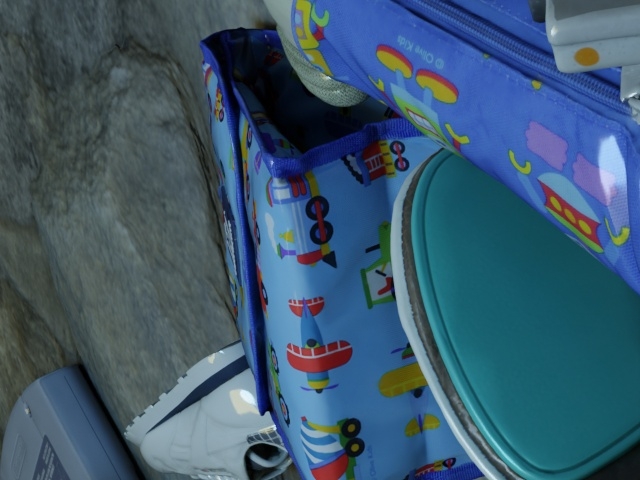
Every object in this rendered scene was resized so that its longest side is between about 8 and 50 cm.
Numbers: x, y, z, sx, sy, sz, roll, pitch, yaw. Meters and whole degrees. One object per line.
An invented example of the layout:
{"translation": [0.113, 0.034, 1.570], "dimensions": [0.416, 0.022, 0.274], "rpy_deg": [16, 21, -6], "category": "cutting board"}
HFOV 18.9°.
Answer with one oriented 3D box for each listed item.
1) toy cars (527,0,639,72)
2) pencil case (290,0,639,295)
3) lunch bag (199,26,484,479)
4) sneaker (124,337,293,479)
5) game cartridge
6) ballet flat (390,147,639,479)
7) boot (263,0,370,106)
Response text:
{"translation": [0.079, -0.166, 0.845], "dimensions": [0.394, 0.176, 0.087], "rpy_deg": [40, 157, 44], "category": "toy cars"}
{"translation": [0.107, -0.074, 0.880], "dimensions": [0.133, 0.119, 0.306], "rpy_deg": [38, -179, -44], "category": "pencil case"}
{"translation": [0.000, 0.000, 1.162], "dimensions": [0.293, 0.138, 0.221], "rpy_deg": [-140, 38, -63], "category": "lunch bag"}
{"translation": [-0.071, 0.141, 1.400], "dimensions": [0.095, 0.090, 0.235], "rpy_deg": [55, 153, 5], "category": "sneaker"}
{"translation": [-0.232, 0.247, 1.786], "dimensions": [0.196, 0.060, 0.294], "rpy_deg": [54, 148, 21], "category": "game cartridge"}
{"translation": [0.159, 0.124, 0.941], "dimensions": [0.400, 0.139, 0.139], "rpy_deg": [53, 148, 28], "category": "ballet flat"}
{"translation": [-0.013, -0.189, 1.062], "dimensions": [0.213, 0.077, 0.165], "rpy_deg": [-95, -18, -50], "category": "boot"}
